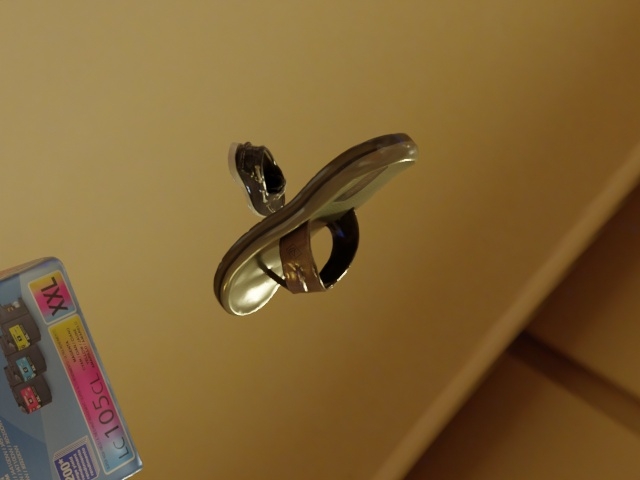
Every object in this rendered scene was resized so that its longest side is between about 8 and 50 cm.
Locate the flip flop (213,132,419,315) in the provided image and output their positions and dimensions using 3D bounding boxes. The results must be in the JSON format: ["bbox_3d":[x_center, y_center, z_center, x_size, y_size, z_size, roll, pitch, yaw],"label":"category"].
[{"bbox_3d":[0.000,0.000,1.655,0.277,0.080,0.112,-40,168,37],"label":"flip flop"}]

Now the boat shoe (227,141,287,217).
[{"bbox_3d":[-0.054,-0.059,1.793,0.038,0.125,0.046,3,-119,20],"label":"boat shoe"}]

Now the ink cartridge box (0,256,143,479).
[{"bbox_3d":[-0.398,0.204,1.910,0.151,0.270,0.395,-19,-175,36],"label":"ink cartridge box"}]
